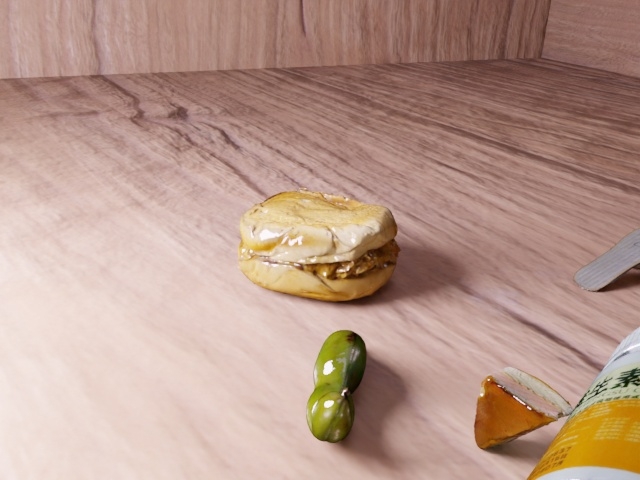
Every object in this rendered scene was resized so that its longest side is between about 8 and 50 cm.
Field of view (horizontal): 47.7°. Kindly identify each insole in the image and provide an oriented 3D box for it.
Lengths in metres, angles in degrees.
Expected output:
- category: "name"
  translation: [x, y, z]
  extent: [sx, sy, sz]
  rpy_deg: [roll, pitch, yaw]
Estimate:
- category: "insole"
  translation: [0.433, 0.018, 1.009]
  extent: [0.188, 0.004, 0.064]
  rpy_deg: [-29, 41, -12]

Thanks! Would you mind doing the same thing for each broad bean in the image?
- category: "broad bean"
  translation: [0.017, 0.131, 0.696]
  extent: [0.048, 0.070, 0.213]
  rpy_deg: [21, 13, -2]

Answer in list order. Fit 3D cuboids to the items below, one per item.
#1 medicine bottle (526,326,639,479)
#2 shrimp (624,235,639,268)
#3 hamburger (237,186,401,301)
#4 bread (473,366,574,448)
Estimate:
- category: "medicine bottle"
  translation: [0.229, 0.177, 0.487]
  extent: [0.158, 0.158, 0.318]
  rpy_deg: [18, 27, 31]
- category: "shrimp"
  translation: [0.550, 0.049, 0.998]
  extent: [0.253, 0.058, 0.173]
  rpy_deg: [6, 30, 8]
- category: "hamburger"
  translation: [0.000, 0.001, 0.946]
  extent: [0.213, 0.108, 0.214]
  rpy_deg: [4, 22, -2]
- category: "bread"
  translation: [0.167, 0.140, 0.627]
  extent: [0.043, 0.109, 0.062]
  rpy_deg: [-11, 70, -28]
